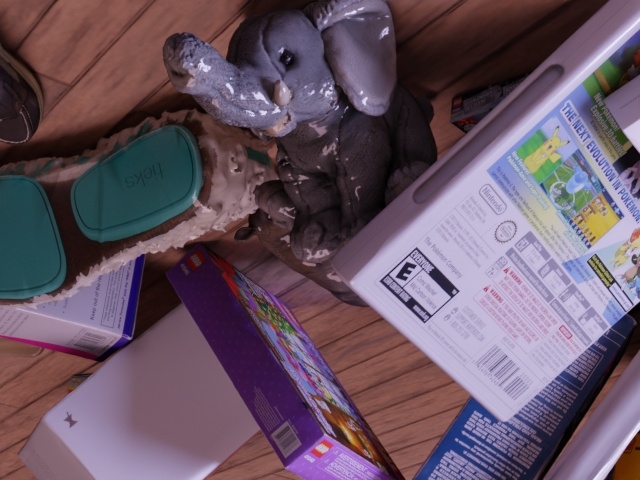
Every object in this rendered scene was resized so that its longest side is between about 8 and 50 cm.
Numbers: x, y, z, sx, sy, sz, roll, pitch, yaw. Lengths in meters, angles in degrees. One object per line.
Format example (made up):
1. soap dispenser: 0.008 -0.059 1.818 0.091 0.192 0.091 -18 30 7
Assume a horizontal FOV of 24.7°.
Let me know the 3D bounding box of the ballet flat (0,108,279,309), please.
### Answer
1. ballet flat: -0.204 -0.022 1.392 0.408 0.147 0.147 -13 149 37

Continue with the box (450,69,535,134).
1. box: 0.187 -0.093 1.238 0.094 0.027 0.137 -16 147 39

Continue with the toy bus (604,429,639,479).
1. toy bus: 0.443 0.250 1.759 0.108 0.130 0.332 12 170 -13

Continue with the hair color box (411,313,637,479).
1. hair color box: 0.191 0.220 1.543 0.105 0.347 0.174 33 161 15

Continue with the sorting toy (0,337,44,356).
1. sorting toy: -0.424 0.076 1.778 0.307 0.041 0.229 0 151 15

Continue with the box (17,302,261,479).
1. box: -0.212 0.227 1.728 0.168 0.215 0.345 50 159 1

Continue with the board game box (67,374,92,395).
1. board game box: -0.274 0.336 2.017 0.142 0.275 0.144 -5 154 25

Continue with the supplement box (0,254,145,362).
1. supplement box: -0.315 0.044 1.577 0.220 0.114 0.111 16 156 -22

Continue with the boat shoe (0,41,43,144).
1. boat shoe: -0.292 -0.131 1.227 0.080 0.073 0.223 4 156 7

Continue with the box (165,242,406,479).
1. box: -0.034 0.149 1.559 0.057 0.293 0.201 -41 142 6

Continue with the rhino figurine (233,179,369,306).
1. rhino figurine: 0.000 0.000 1.444 0.106 0.073 0.243 -19 144 39

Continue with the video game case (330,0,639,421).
1. video game case: 0.193 -0.011 1.186 0.300 0.036 0.329 -43 142 4

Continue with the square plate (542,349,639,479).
1. square plate: 0.312 0.200 1.555 0.049 0.344 0.347 36 160 14

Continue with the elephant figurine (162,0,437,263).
1. elephant figurine: -0.007 -0.116 1.108 0.169 0.186 0.239 -30 120 1

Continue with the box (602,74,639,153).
1. box: 0.316 -0.094 1.115 0.145 0.038 0.186 -34 140 14
